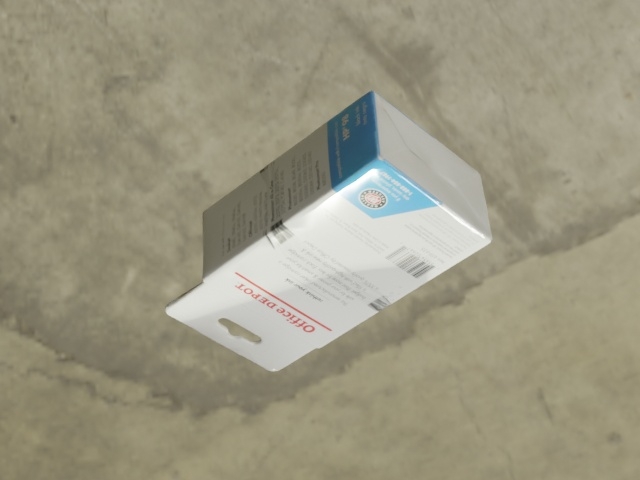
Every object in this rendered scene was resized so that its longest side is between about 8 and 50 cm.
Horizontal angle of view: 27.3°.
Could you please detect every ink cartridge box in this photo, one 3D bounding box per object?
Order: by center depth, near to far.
[{"bbox_3d":[0.000,0.000,0.801,0.180,0.060,0.104,-33,131,29],"label":"ink cartridge box"}]
